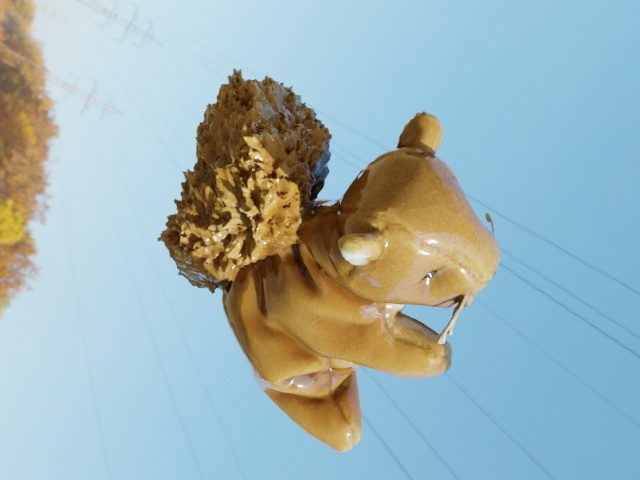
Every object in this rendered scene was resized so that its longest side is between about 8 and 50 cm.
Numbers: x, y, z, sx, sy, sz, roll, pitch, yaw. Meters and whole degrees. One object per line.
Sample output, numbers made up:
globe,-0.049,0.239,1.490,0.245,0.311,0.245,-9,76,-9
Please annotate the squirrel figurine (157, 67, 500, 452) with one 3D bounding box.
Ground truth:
squirrel figurine,0.000,0.000,0.891,0.281,0.397,0.370,-53,179,-25
